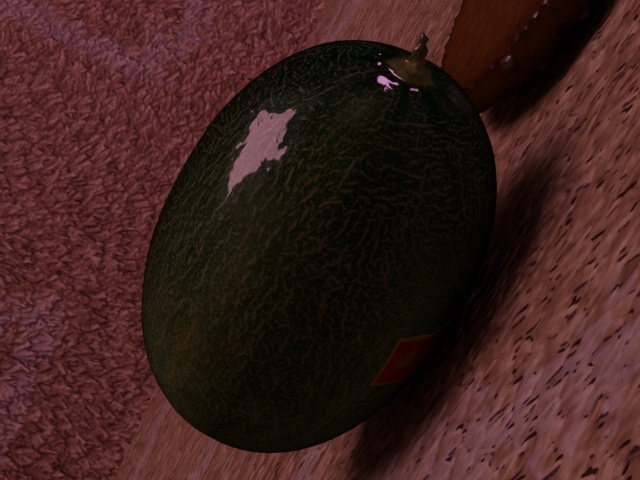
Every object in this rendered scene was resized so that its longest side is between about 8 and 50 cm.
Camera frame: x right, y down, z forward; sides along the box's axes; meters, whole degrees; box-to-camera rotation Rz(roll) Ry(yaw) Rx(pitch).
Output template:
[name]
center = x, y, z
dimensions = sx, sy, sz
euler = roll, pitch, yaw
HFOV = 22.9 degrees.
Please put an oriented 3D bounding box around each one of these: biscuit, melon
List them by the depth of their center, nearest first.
[melon]
center = 0.000, 0.000, 0.896
dimensions = 0.182, 0.182, 0.288
euler = -74, 11, -51
[biscuit]
center = 0.164, -0.211, 1.025
dimensions = 0.305, 0.038, 0.305
euler = -59, 9, 16
